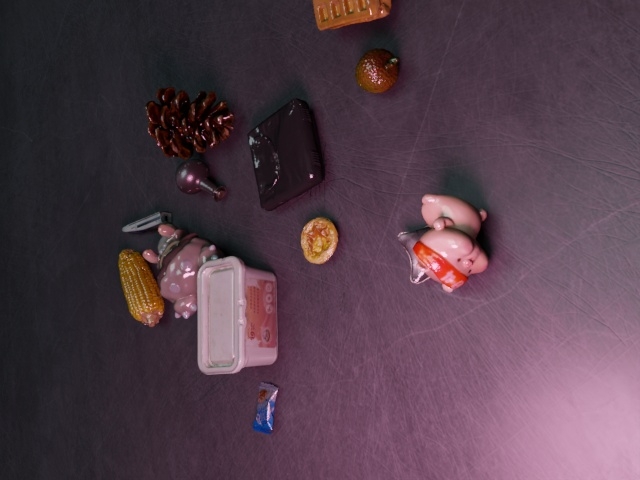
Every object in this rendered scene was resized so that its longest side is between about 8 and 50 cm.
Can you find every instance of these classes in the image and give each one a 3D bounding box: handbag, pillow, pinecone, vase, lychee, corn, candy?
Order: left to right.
[{"bbox_3d":[-0.616,0.159,2.132,0.119,0.119,0.322,-49,50,22],"label":"corn"},{"bbox_3d":[-0.422,-0.381,1.997,0.309,0.244,0.244,-6,77,23],"label":"pinecone"},{"bbox_3d":[-0.382,-0.187,2.010,0.183,0.120,0.120,32,102,25],"label":"vase"},{"bbox_3d":[-0.150,0.464,1.734,0.088,0.038,0.136,-9,68,52],"label":"candy"},{"bbox_3d":[-0.100,-0.243,1.797,0.244,0.088,0.275,-27,69,36],"label":"handbag"},{"bbox_3d":[0.147,-0.439,1.611,0.146,0.114,0.114,-7,76,57],"label":"lychee"},{"bbox_3d":[0.244,0.031,1.473,0.091,0.055,0.136,-26,67,31],"label":"pillow"}]

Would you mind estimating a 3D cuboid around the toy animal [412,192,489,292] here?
[{"bbox_3d":[0.282,0.006,1.369,0.171,0.171,0.198,-5,66,39],"label":"toy animal"}]

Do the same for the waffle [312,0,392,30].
[{"bbox_3d":[0.065,-0.739,1.646,0.224,0.098,0.328,4,111,44],"label":"waffle"}]

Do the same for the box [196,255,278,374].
[{"bbox_3d":[-0.220,0.212,1.743,0.175,0.182,0.312,-12,74,37],"label":"box"}]

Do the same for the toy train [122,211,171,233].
[{"bbox_3d":[-0.627,-0.050,2.221,0.252,0.055,0.048,-16,80,37],"label":"toy train"}]

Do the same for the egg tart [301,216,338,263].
[{"bbox_3d":[0.000,0.000,1.685,0.130,0.052,0.130,-7,78,38],"label":"egg tart"}]

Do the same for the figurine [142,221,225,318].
[{"bbox_3d":[-0.426,0.070,1.950,0.248,0.203,0.380,-59,40,6],"label":"figurine"}]
